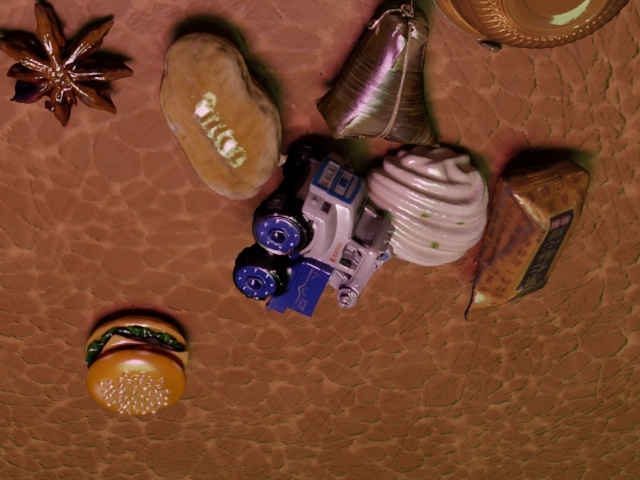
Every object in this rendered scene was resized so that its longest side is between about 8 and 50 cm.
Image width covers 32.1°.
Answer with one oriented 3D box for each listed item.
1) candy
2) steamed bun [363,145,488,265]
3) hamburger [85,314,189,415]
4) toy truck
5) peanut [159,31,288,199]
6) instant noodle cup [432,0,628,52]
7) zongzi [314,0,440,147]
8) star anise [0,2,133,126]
[{"bbox_3d":[0.275,0.003,1.498,0.143,0.101,0.271,-18,142,-25],"label":"candy"},{"bbox_3d":[0.137,-0.038,1.451,0.182,0.106,0.183,-3,136,-2],"label":"steamed bun"},{"bbox_3d":[-0.271,0.186,1.637,0.162,0.115,0.162,-2,136,-2],"label":"hamburger"},{"bbox_3d":[0.000,0.000,1.405,0.177,0.161,0.213,26,134,0],"label":"toy truck"},{"bbox_3d":[-0.115,-0.145,1.316,0.129,0.129,0.224,-18,133,14],"label":"peanut"},{"bbox_3d":[0.250,-0.296,1.213,0.274,0.091,0.274,-3,135,-3],"label":"instant noodle cup"},{"bbox_3d":[0.114,-0.194,1.322,0.184,0.084,0.187,9,131,-32],"label":"zongzi"},{"bbox_3d":[-0.300,-0.201,1.294,0.167,0.057,0.168,-2,136,-2],"label":"star anise"}]
